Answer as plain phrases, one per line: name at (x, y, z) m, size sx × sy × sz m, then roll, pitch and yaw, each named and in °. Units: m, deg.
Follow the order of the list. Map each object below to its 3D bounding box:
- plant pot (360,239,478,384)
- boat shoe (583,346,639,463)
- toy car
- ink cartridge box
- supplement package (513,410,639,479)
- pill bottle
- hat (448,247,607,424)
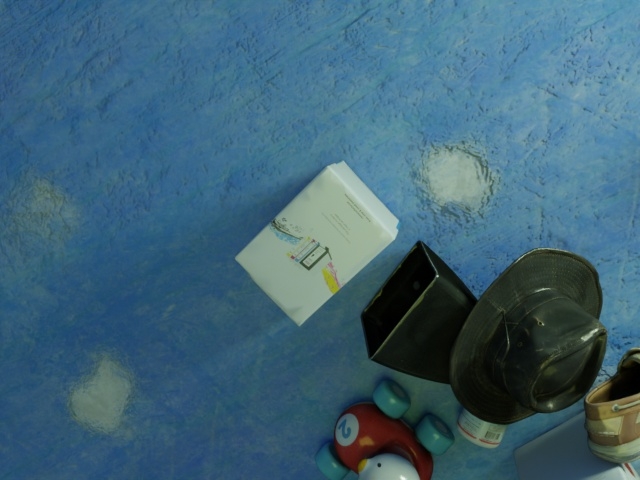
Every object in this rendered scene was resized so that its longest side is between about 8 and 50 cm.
plant pot at (0.198, 0.141, 1.248) m, size 0.166 × 0.187 × 0.188 m, roll 32°, pitch 104°, yaw -12°
boat shoe at (0.557, 0.233, 1.161) m, size 0.324 × 0.123 × 0.117 m, roll -29°, pitch 102°, yaw -27°
toy car at (0.109, 0.416, 1.276) m, size 0.210 × 0.238 × 0.219 m, roll 40°, pitch 104°, yaw 1°
ink cartridge box at (0.000, 0.000, 1.252) m, size 0.232 × 0.171 × 0.168 m, roll -43°, pitch 91°, yaw 15°
supplement package at (0.460, 0.451, 1.193) m, size 0.175 × 0.293 × 0.178 m, roll -36°, pitch 94°, yaw 14°
pill bottle at (0.319, 0.293, 1.294) m, size 0.087 × 0.087 × 0.160 m, roll 23°, pitch 103°, yaw 5°
hat at (0.380, 0.182, 1.161) m, size 0.331 × 0.134 × 0.332 m, roll -7°, pitch 108°, yaw -22°
